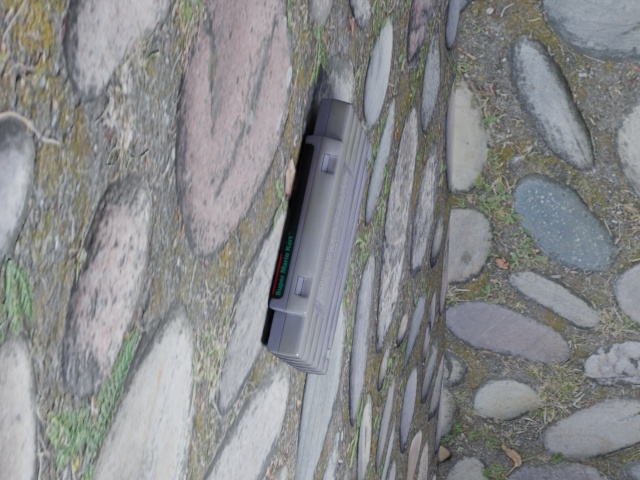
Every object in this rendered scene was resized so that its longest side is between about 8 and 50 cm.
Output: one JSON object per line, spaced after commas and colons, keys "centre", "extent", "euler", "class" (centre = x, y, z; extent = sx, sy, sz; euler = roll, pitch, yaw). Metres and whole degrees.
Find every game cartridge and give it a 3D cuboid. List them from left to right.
{"centre": [0.000, 0.000, 1.892], "extent": [0.230, 0.068, 0.355], "euler": [43, 57, -70], "class": "game cartridge"}
